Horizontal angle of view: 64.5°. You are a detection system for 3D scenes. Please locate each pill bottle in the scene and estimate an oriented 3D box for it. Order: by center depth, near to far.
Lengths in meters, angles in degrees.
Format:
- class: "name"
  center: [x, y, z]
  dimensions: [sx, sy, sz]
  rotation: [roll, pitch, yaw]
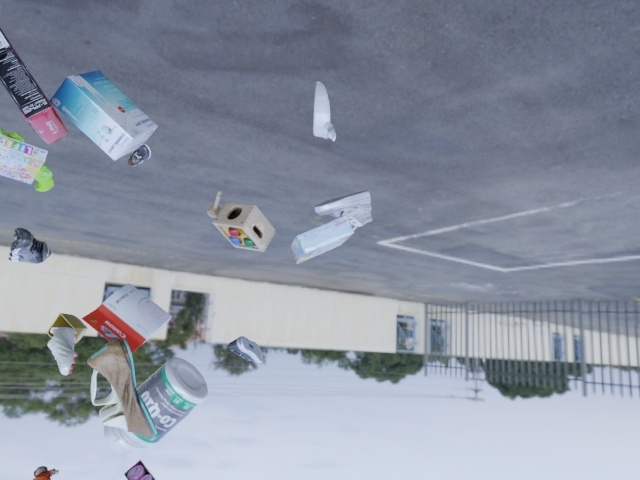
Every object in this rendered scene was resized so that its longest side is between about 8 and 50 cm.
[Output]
- class: "pill bottle"
  center: [-0.612, 0.623, 1.882]
  dimensions: [0.361, 0.204, 0.204]
  rotation: [-43, 157, 6]

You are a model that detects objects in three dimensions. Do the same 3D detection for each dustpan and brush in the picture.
- class: "dustpan and brush"
  center: [0.011, -0.317, 1.349]
  dimensions: [0.060, 0.211, 0.147]
  rotation: [3, 128, 0]

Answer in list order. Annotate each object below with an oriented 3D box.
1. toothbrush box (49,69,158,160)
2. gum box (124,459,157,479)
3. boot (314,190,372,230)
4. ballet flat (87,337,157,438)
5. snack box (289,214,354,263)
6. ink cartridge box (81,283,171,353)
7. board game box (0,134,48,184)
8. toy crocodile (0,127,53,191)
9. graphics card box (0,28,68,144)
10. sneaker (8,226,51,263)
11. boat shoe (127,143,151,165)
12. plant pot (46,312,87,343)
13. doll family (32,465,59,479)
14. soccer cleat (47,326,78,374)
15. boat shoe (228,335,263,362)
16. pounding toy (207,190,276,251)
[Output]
- class: "toothbrush box"
  center: [-0.782, -0.460, 1.854]
  dimensions: [0.126, 0.295, 0.216]
  rotation: [-40, -167, 22]
- class: "gum box"
  center: [-0.501, 0.745, 1.499]
  dimensions: [0.062, 0.107, 0.188]
  rotation: [-38, -154, -27]
- class: "boot"
  center: [0.090, -0.087, 1.708]
  dimensions: [0.258, 0.123, 0.095]
  rotation: [-19, -170, -42]
- class: "ballet flat"
  center: [-0.531, 0.412, 1.335]
  dimensions: [0.124, 0.342, 0.116]
  rotation: [-22, -144, -27]
- class: "snack box"
  center: [0.000, 0.000, 1.647]
  dimensions: [0.175, 0.070, 0.207]
  rotation: [-23, 174, -14]
- class: "ink cartridge box"
  center: [-0.610, 0.246, 1.623]
  dimensions: [0.189, 0.066, 0.232]
  rotation: [39, -167, -1]
- class: "board game box"
  center: [-0.651, -0.170, 1.073]
  dimensions: [0.104, 0.026, 0.154]
  rotation: [20, 155, -33]
- class: "toy crocodile"
  center: [-1.116, -0.303, 1.901]
  dimensions: [0.105, 0.115, 0.340]
  rotation: [-32, 157, -6]
- class: "graphics card box"
  center: [-0.980, -0.518, 1.646]
  dimensions: [0.094, 0.370, 0.233]
  rotation: [-35, 180, -16]
- class: "sneaker"
  center: [-0.841, 0.019, 1.478]
  dimensions: [0.106, 0.078, 0.234]
  rotation: [12, 159, -31]
- class: "boat shoe"
  center: [-0.587, -0.274, 1.637]
  dimensions: [0.125, 0.046, 0.038]
  rotation: [-16, -162, 48]
- class: "plant pot"
  center: [-0.803, 0.288, 1.629]
  dimensions: [0.081, 0.081, 0.083]
  rotation: [38, -175, 19]
- class: "doll family"
  center: [-0.914, 0.807, 1.540]
  dimensions: [0.263, 0.118, 0.163]
  rotation: [-27, -157, -29]
- class: "soccer cleat"
  center: [-0.745, 0.317, 1.458]
  dimensions: [0.076, 0.068, 0.196]
  rotation: [17, -162, -30]
- class: "boat shoe"
  center: [-0.189, 0.283, 1.302]
  dimensions: [0.040, 0.049, 0.142]
  rotation: [-20, 145, 8]
- class: "pounding toy"
  center: [-0.273, -0.057, 1.525]
  dimensions: [0.206, 0.094, 0.181]
  rotation: [8, 148, 36]
